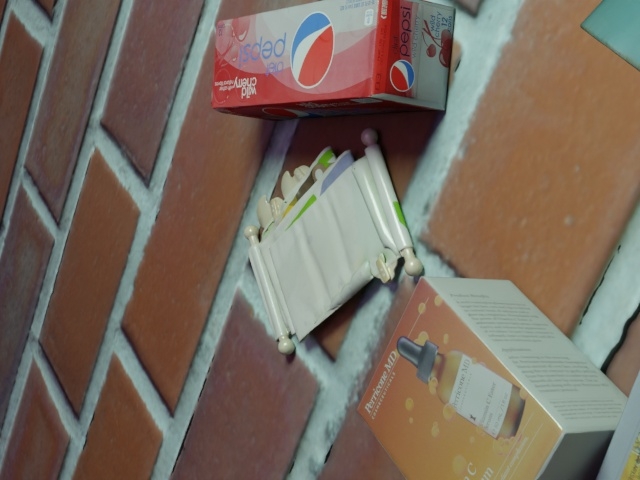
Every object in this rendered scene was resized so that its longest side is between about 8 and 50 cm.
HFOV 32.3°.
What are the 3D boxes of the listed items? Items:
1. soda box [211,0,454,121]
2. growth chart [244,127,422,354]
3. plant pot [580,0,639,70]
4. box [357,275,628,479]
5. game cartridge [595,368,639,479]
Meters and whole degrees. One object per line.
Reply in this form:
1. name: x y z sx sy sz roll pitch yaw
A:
1. soda box: 0.001 -0.160 0.991 0.263 0.083 0.092 5 91 55
2. growth chart: 0.000 0.000 1.028 0.237 0.021 0.172 -39 55 46
3. plant pot: 0.287 -0.090 0.415 0.235 0.293 0.293 -54 44 16
4. box: 0.122 0.125 0.778 0.170 0.091 0.130 49 126 45
5. game cartridge: 0.247 0.168 0.631 0.198 0.062 0.297 40 119 54
